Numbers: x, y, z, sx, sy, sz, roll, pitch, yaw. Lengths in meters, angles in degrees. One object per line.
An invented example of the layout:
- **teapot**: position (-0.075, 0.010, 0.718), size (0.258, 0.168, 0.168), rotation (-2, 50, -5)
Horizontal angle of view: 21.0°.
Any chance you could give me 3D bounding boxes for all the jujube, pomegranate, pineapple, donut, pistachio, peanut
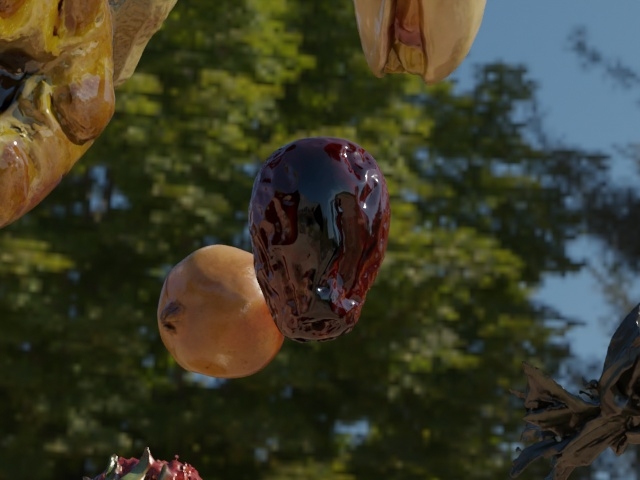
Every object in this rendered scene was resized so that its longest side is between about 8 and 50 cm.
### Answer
- **jujube**: position (0.000, 0.000, 1.939), size (0.168, 0.236, 0.168), rotation (1, -26, 0)
- **pomegranate**: position (-0.149, 0.116, 2.657), size (0.209, 0.209, 0.209), rotation (3, -20, 1)
- **pineapple**: position (0.352, 0.144, 1.806), size (0.364, 0.166, 0.165), rotation (-28, -25, 5)
- **donut**: position (-0.335, -0.157, 1.662), size (0.150, 0.299, 0.317), rotation (7, 1, 34)
- **pistachio**: position (0.084, -0.223, 1.451), size (0.117, 0.145, 0.200), rotation (0, -42, 9)
- **peanut**: position (-0.328, -0.345, 2.777), size (0.130, 0.130, 0.290), rotation (19, -67, -38)

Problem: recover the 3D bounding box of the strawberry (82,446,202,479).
- **strawberry**: position (-0.247, 0.499, 2.774), size (0.292, 0.292, 0.343), rotation (-8, -28, 28)
